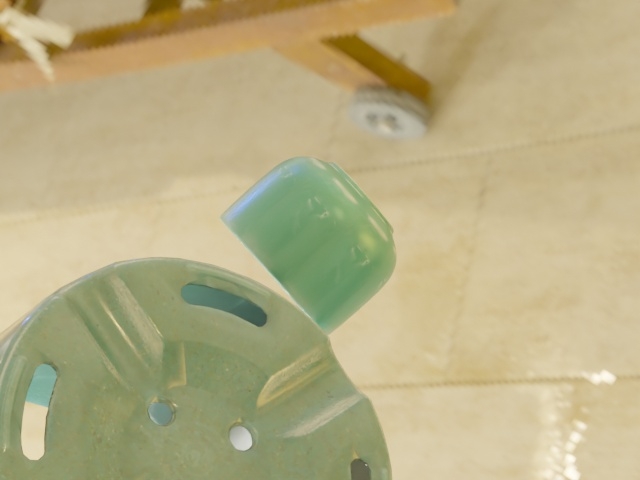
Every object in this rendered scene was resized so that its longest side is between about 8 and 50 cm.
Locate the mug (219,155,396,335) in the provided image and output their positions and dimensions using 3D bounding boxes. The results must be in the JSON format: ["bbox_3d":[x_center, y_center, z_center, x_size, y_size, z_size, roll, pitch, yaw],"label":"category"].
[{"bbox_3d":[-0.005,-0.005,1.480,0.097,0.129,0.158,-42,17,-2],"label":"mug"}]

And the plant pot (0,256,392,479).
[{"bbox_3d":[-0.144,0.189,1.156,0.334,0.341,0.341,-41,39,52],"label":"plant pot"}]
